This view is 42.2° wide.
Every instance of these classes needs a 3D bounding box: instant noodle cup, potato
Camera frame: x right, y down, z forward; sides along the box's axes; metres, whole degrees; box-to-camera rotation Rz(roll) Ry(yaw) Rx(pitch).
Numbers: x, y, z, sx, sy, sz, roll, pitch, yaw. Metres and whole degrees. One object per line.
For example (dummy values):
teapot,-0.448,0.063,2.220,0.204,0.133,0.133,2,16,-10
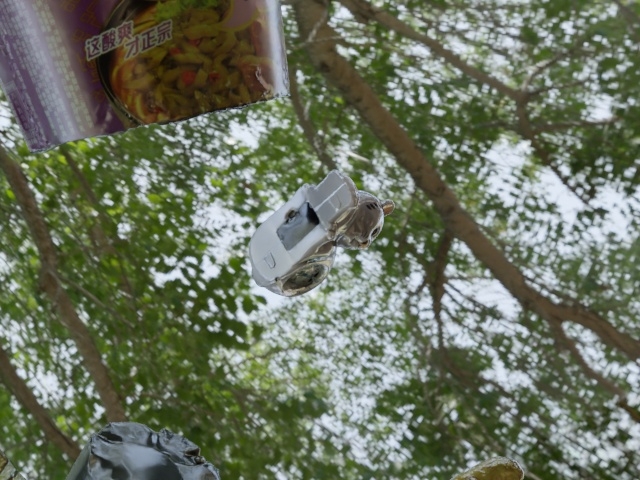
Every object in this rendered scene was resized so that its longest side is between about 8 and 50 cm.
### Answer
instant noodle cup,-0.169,-0.234,0.747,0.339,0.340,0.266,-20,-78,-30
potato,0.155,0.238,0.798,0.092,0.045,0.046,-24,-38,-27

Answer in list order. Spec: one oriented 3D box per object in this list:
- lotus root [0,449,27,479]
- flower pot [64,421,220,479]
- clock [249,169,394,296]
lotus root,-0.578,0.424,1.437,0.138,0.119,0.235,-50,-19,-32
flower pot,-0.156,0.228,0.706,0.157,0.157,0.107,14,-73,-40
clock,0.000,0.000,0.982,0.176,0.080,0.117,-42,-32,19
